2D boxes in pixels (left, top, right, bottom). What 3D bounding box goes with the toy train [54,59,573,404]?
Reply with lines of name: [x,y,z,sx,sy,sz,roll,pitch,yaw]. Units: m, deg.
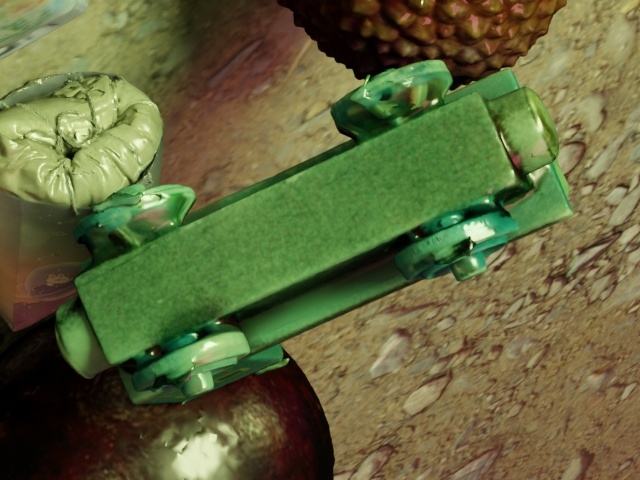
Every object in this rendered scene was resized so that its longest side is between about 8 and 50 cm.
toy train: [0.000,0.000,1.116,0.298,0.120,0.194,-24,171,11]

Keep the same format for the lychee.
lychee: [0.051,-0.172,1.101,0.188,0.188,0.188,-31,154,-17]

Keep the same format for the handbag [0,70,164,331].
handbag: [-0.149,-0.025,1.169,0.117,0.095,0.173,-32,157,-24]

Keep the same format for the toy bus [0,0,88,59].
toy bus: [-0.264,-0.068,0.850,0.329,0.109,0.136,-27,173,11]

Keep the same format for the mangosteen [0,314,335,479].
mangosteen: [-0.126,0.189,1.326,0.297,0.293,0.297,-10,146,-7]
